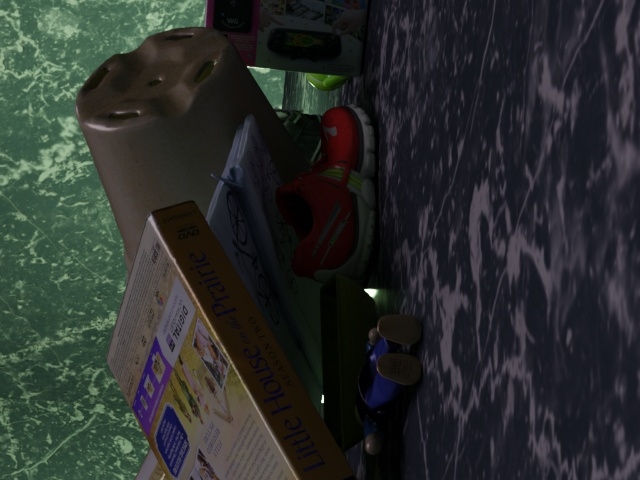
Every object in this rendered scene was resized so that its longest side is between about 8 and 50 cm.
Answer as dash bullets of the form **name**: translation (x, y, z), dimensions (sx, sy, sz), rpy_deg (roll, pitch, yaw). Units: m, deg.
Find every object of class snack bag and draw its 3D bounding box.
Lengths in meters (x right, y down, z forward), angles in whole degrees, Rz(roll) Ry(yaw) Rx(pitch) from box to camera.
- **snack bag**: translation (-0.050, 0.051, 1.631), dimensions (0.342, 0.037, 0.323), rpy_deg (-78, -31, -64)

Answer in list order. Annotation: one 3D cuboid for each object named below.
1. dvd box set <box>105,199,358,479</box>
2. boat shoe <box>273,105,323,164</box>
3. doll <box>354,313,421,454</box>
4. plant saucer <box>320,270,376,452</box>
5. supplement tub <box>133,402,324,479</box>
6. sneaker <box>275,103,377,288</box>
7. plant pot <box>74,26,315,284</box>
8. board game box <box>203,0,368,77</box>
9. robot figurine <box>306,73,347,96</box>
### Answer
- **dvd box set**: translation (-0.088, 0.210, 1.432), dimensions (0.420, 0.062, 0.308), rpy_deg (58, 149, 24)
- **boat shoe**: translation (-0.045, -0.163, 2.177), dimensions (0.121, 0.119, 0.335), rpy_deg (-60, 12, -2)
- **doll**: translation (0.057, 0.138, 1.305), dimensions (0.189, 0.046, 0.129), rpy_deg (106, 169, -65)
- **plant saucer**: translation (0.032, 0.136, 1.524), dimensions (0.188, 0.045, 0.188), rpy_deg (125, 144, -81)
- **supplement tub**: translation (-0.128, 0.329, 1.822), dimensions (0.316, 0.228, 0.228), rpy_deg (-63, 1, -11)
- **sneaker**: translation (0.005, -0.065, 1.662), dimensions (0.107, 0.118, 0.279), rpy_deg (102, 171, -46)
- **plant pot**: translation (-0.164, -0.103, 1.855), dimensions (0.334, 0.333, 0.305), rpy_deg (-92, -17, -52)
- **board game box**: translation (-0.041, -0.388, 1.887), dimensions (0.097, 0.224, 0.303), rpy_deg (-92, 8, -70)
- **robot figurine**: translation (0.013, -0.272, 2.066), dimensions (0.115, 0.067, 0.101), rpy_deg (99, 165, -45)
